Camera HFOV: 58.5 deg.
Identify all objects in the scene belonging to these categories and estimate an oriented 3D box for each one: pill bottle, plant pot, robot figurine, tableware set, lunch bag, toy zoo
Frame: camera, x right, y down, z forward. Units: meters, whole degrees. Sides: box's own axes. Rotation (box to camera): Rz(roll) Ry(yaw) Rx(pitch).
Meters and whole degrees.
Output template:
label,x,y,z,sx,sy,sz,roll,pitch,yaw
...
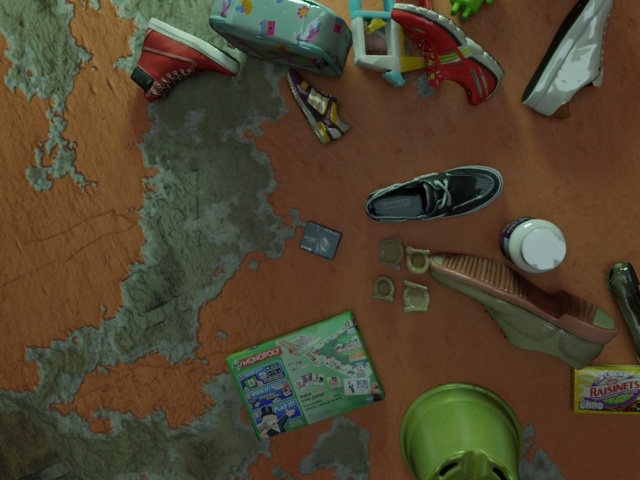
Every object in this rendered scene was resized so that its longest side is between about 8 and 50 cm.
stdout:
label,x,y,z,sx,sy,sz,roll,pitch,yaw
pill bottle,0.429,0.009,1.155,0.108,0.193,0.108,1,95,8
plant pot,0.301,0.469,1.186,0.276,0.254,0.276,1,95,8
robot figurine,0.314,-0.520,1.191,0.101,0.067,0.115,29,98,3
tableware set,0.179,0.077,1.260,0.141,0.020,0.168,11,100,38
lunch bag,-0.071,-0.426,1.186,0.279,0.224,0.108,21,94,12
toy zoo,0.150,-0.466,1.188,0.192,0.030,0.293,-8,95,-26

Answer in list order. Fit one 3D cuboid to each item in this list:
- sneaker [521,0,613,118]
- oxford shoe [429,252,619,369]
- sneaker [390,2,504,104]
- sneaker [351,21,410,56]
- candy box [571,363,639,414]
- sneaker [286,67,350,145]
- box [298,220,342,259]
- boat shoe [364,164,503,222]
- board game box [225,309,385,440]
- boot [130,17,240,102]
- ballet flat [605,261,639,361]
label,x,y,z,sx,sy,sz,roll,pitch,yaw
sneaker,0.535,-0.385,1.159,0.123,0.106,0.290,27,108,-1
oxford shoe,0.400,0.152,1.206,0.397,0.140,0.146,26,119,15
sneaker,0.248,-0.376,1.169,0.279,0.107,0.118,33,105,-14
sneaker,0.128,-0.432,1.242,0.134,0.070,0.051,30,57,-20
candy box,0.651,0.321,1.233,0.206,0.027,0.105,-1,91,9
sneaker,-0.006,-0.307,1.265,0.084,0.069,0.185,-30,96,2
box,0.000,0.000,1.310,0.083,0.018,0.067,22,97,6
boat shoe,0.241,-0.096,1.222,0.301,0.102,0.108,-8,94,10
board game box,-0.036,0.315,1.330,0.317,0.046,0.213,-21,91,10
boot,-0.309,-0.375,1.294,0.244,0.088,0.176,26,99,14
ballet flat,0.658,0.167,1.200,0.058,0.084,0.250,-20,90,38
